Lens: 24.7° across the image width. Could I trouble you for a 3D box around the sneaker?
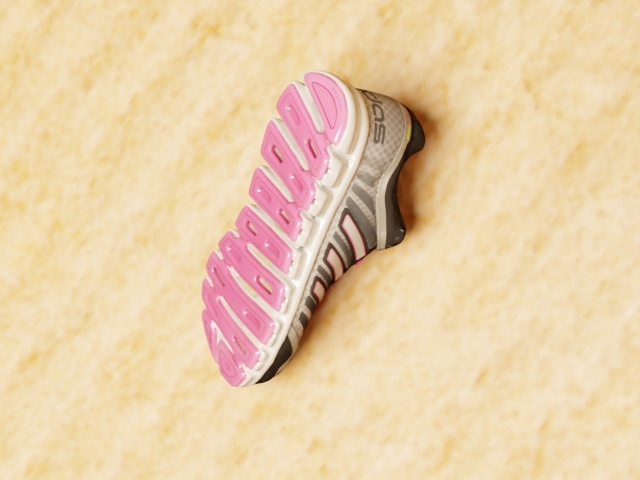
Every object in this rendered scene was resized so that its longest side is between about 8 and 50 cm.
[{"bbox_3d":[0.000,0.000,0.686,0.063,0.074,0.170,47,126,40],"label":"sneaker"}]
